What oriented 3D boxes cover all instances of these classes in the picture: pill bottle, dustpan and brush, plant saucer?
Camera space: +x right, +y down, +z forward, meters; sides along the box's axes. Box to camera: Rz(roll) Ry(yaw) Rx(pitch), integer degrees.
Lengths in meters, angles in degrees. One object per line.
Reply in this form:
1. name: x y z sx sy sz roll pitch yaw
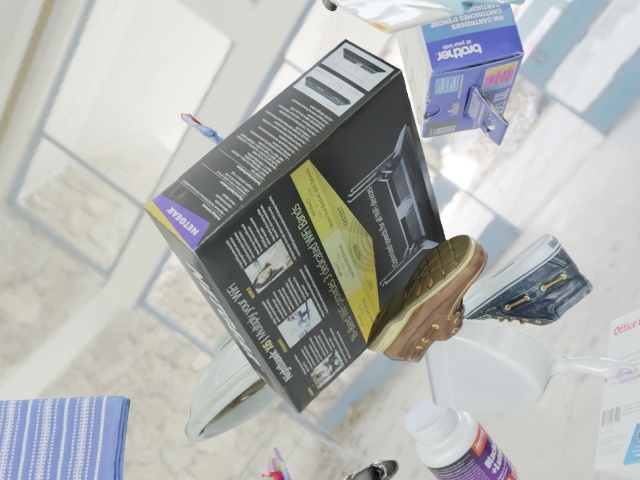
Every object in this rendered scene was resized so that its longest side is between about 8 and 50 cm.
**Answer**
1. pill bottle: 0.217 0.331 1.404 0.108 0.193 0.108 -33 22 16
2. dustpan and brush: 0.223 0.137 0.962 0.147 0.211 0.060 75 -148 -44
3. plant saucer: -0.038 0.131 1.266 0.400 0.100 0.400 -34 -12 -8

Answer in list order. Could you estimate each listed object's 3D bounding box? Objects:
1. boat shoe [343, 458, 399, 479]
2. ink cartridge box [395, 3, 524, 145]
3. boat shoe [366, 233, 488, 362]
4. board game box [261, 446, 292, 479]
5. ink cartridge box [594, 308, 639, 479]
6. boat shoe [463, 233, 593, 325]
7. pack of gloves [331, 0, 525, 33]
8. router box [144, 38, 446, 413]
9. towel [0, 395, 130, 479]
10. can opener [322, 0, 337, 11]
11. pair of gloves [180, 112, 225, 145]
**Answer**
1. boat shoe: 0.100 0.433 1.670 0.125 0.046 0.038 -9 -18 -32
2. ink cartridge box: 0.204 -0.340 1.431 0.151 0.396 0.270 -11 -14 1
3. boat shoe: 0.108 0.058 0.838 0.178 0.060 0.064 -54 11 46
4. board game box: -0.072 0.411 1.419 0.169 0.033 0.133 -124 34 -52
5. ink cartridge box: 0.600 0.260 1.488 0.198 0.197 0.270 125 160 -67
6. boat shoe: 0.225 0.075 1.056 0.183 0.083 0.065 -40 1 34
7. pack of gloves: 0.073 -0.266 0.833 0.232 0.195 0.046 -22 -42 -41
8. router box: 0.000 0.000 0.880 0.243 0.081 0.309 -42 -37 -15
9. towel: -0.512 0.397 1.615 0.040 0.335 0.243 76 -168 -61
10. can opener: -0.003 -0.433 1.401 0.073 0.059 0.186 -60 34 39
11. pair of gloves: -0.132 -0.141 1.442 0.023 0.159 0.198 -55 -43 2
